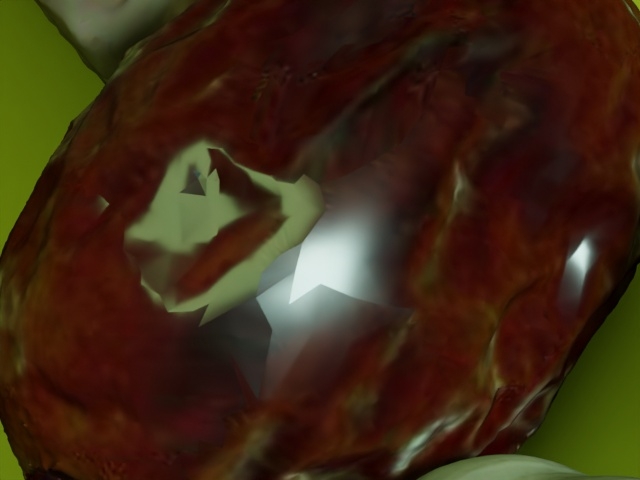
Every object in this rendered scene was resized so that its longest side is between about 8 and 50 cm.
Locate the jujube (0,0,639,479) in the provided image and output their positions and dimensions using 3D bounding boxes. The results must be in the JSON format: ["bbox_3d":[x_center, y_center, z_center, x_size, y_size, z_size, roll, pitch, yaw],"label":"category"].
[{"bbox_3d":[0.000,0.000,0.626,0.183,0.183,0.243,29,66,23],"label":"jujube"}]

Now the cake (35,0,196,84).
[{"bbox_3d":[-0.026,-0.216,0.697,0.309,0.237,0.230,-36,63,-3],"label":"cake"}]

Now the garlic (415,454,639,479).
[{"bbox_3d":[0.117,0.150,0.570,0.226,0.199,0.199,-8,60,-27],"label":"garlic"}]
